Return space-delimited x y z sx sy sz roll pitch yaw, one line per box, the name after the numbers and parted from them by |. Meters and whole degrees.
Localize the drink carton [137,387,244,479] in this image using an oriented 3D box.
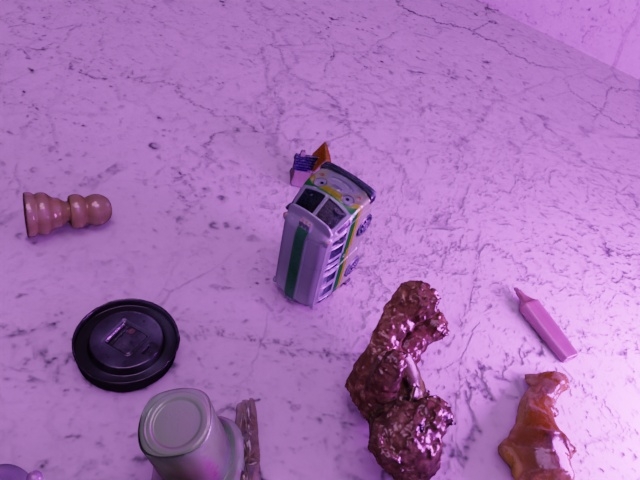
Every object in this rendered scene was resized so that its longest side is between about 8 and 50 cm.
-0.201 0.304 0.903 0.146 0.142 0.144 -7 45 2 | drink carton

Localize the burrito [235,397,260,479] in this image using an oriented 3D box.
-0.121 0.351 0.972 0.045 0.041 0.185 8 47 -20 | burrito

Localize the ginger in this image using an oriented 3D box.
0.419 0.339 1.102 0.131 0.086 0.294 11 35 28 | ginger

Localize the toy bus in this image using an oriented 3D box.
0.000 0.000 1.184 0.133 0.276 0.165 34 51 19 | toy bus

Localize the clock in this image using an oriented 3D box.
-0.348 0.187 1.070 0.184 0.040 0.184 7 45 -7 | clock

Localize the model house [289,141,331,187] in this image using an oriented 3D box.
-0.022 -0.192 1.485 0.100 0.100 0.088 7 45 -8 | model house

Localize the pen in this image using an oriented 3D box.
0.487 0.179 1.310 0.053 0.032 0.197 -12 53 -24 | pen

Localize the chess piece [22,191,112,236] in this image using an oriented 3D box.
-0.523 -0.057 1.237 0.170 0.094 0.094 -4 47 -28 | chess piece

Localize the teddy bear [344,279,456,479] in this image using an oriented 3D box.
0.165 0.243 1.025 0.296 0.246 0.222 -47 48 -12 | teddy bear

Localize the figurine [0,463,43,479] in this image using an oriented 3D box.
-0.494 0.391 0.776 0.274 0.133 0.194 -7 47 -7 | figurine
